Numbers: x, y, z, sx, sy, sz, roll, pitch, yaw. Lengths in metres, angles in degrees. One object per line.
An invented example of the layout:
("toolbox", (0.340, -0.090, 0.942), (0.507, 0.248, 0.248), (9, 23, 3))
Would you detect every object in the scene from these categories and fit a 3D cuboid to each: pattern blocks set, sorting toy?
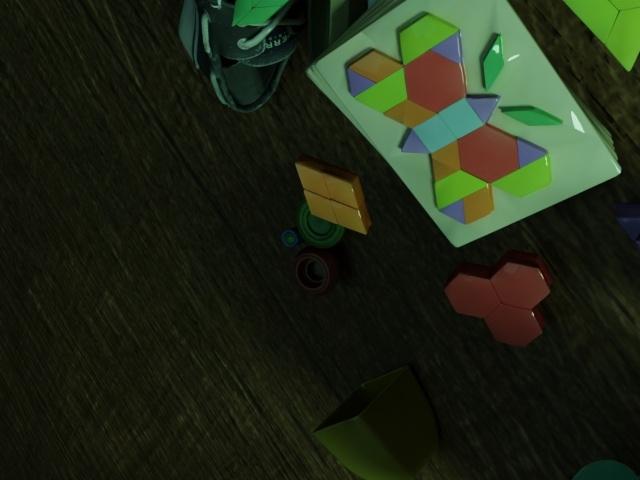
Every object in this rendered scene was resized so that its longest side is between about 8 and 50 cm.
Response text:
("pattern blocks set", (0.090, -0.082, 0.590), (0.325, 0.026, 0.285), (39, 131, -5))
("sorting toy", (0.000, 0.000, 0.845), (0.061, 0.042, 0.102), (20, 112, 24))

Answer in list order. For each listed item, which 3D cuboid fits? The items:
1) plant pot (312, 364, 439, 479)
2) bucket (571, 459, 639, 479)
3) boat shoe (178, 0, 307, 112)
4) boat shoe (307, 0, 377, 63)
("plant pot", (0.061, 0.179, 0.833), (0.083, 0.081, 0.081), (53, 141, -3))
("bucket", (0.241, 0.282, 0.533), (0.281, 0.281, 0.183), (18, 125, 43))
("boat shoe", (-0.054, -0.187, 0.699), (0.102, 0.108, 0.301), (62, 161, 9))
("boat shoe", (0.056, -0.247, 0.592), (0.113, 0.103, 0.302), (-107, 18, -49))
